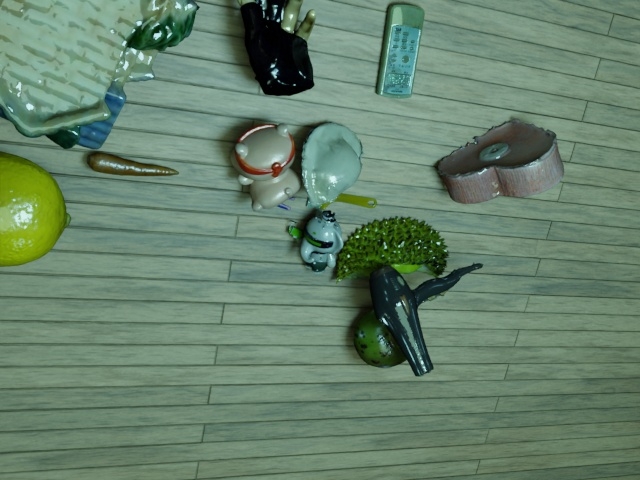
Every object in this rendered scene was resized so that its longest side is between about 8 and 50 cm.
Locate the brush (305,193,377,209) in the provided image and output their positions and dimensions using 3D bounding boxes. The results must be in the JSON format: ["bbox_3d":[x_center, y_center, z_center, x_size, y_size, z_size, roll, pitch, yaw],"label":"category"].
[{"bbox_3d":[0.064,-0.114,1.892,0.205,0.011,0.083,8,106,-25],"label":"brush"}]

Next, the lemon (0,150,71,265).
[{"bbox_3d":[-0.691,-0.069,1.476,0.320,0.245,0.245,12,105,-25],"label":"lemon"}]

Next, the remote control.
[{"bbox_3d":[0.204,-0.480,1.790,0.098,0.038,0.233,0,111,-21],"label":"remote control"}]

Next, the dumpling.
[{"bbox_3d":[0.015,-0.204,1.770,0.247,0.142,0.172,-55,128,-34],"label":"dumpling"}]

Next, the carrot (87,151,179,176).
[{"bbox_3d":[-0.438,-0.171,1.654,0.216,0.048,0.048,7,107,-29],"label":"carrot"}]

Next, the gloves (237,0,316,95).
[{"bbox_3d":[-0.105,-0.483,1.603,0.197,0.152,0.300,-7,107,-42],"label":"gloves"}]

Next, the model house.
[{"bbox_3d":[-0.486,-0.348,1.338,0.395,0.445,0.399,23,98,-30],"label":"model house"}]

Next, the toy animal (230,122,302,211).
[{"bbox_3d":[-0.131,-0.186,1.710,0.171,0.171,0.197,-22,124,-13],"label":"toy animal"}]

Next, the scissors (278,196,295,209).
[{"bbox_3d":[-0.121,-0.111,1.817,0.113,0.012,0.039,18,102,-26],"label":"scissors"}]

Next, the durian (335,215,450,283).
[{"bbox_3d":[0.209,0.035,1.973,0.352,0.158,0.169,-4,146,-20],"label":"durian"}]

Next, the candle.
[{"bbox_3d":[0.496,-0.211,1.909,0.317,0.287,0.131,-8,125,29],"label":"candle"}]

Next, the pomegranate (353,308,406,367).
[{"bbox_3d":[0.203,0.273,1.992,0.211,0.179,0.179,-11,123,31],"label":"pomegranate"}]

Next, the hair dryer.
[{"bbox_3d":[0.317,0.164,1.875,0.360,0.120,0.303,-25,84,-21],"label":"hair dryer"}]

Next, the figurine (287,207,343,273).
[{"bbox_3d":[0.000,0.000,1.849,0.126,0.147,0.192,-15,135,-36],"label":"figurine"}]
